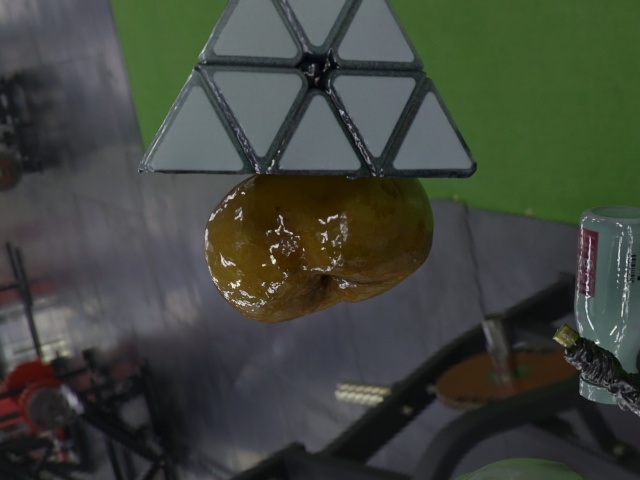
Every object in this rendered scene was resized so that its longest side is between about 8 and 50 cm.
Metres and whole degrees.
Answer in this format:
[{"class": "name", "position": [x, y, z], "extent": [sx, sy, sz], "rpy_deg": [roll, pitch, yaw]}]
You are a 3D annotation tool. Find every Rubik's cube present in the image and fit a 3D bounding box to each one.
[{"class": "Rubik's cube", "position": [-0.026, -0.145, 1.028], "extent": [0.233, 0.229, 0.228], "rpy_deg": [41, -154, -52]}]

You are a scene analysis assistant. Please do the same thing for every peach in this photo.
[{"class": "peach", "position": [0.000, 0.000, 1.204], "extent": [0.251, 0.251, 0.153], "rpy_deg": [111, 149, -57]}]

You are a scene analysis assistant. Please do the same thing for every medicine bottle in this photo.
[{"class": "medicine bottle", "position": [0.333, 0.073, 1.282], "extent": [0.090, 0.090, 0.216], "rpy_deg": [-152, 60, -62]}]

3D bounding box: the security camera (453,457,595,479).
[{"class": "security camera", "position": [0.199, 0.298, 0.959], "extent": [0.277, 0.191, 0.197], "rpy_deg": [-103, 37, -68]}]

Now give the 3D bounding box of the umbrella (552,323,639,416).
[{"class": "umbrella", "position": [0.296, 0.138, 1.147], "extent": [0.144, 0.040, 0.037], "rpy_deg": [39, 124, 2]}]
